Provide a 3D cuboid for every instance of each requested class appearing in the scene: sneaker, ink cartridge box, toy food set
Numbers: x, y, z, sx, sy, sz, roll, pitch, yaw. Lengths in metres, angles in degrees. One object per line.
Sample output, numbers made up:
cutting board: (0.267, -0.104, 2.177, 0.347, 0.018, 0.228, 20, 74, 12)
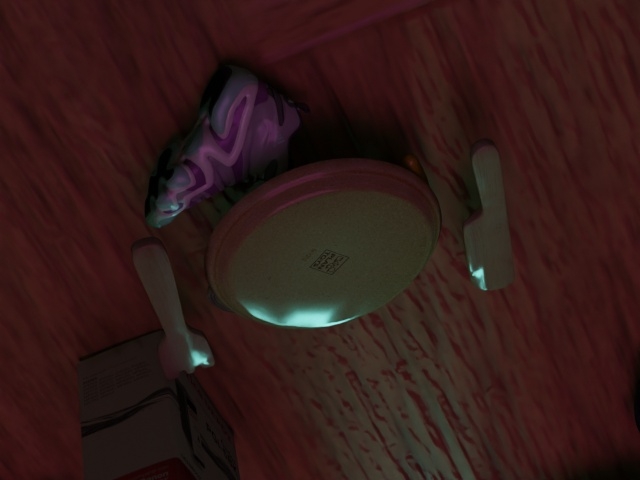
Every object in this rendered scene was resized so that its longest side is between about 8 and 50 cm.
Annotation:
sneaker: (-0.040, -0.035, 0.833, 0.069, 0.038, 0.098, 24, 122, -23)
ink cartridge box: (-0.083, 0.130, 0.896, 0.056, 0.135, 0.099, -24, 128, 7)
toy food set: (0.000, 0.000, 0.852, 0.192, 0.038, 0.132, -16, 140, -4)

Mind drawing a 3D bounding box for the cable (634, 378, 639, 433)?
cable: (0.274, 0.098, 0.975, 0.150, 0.047, 0.184, -40, 123, 22)
